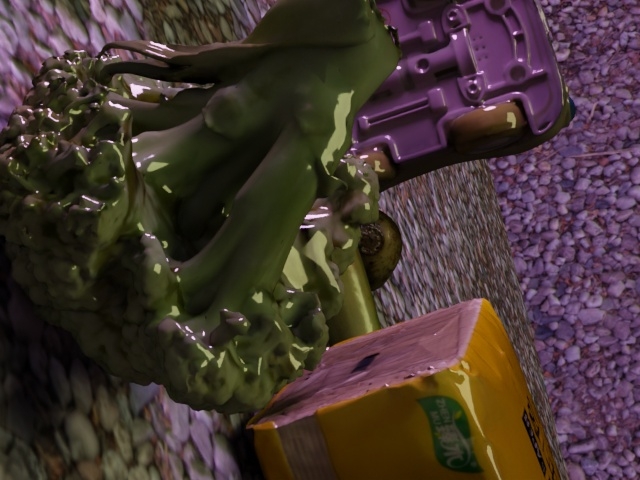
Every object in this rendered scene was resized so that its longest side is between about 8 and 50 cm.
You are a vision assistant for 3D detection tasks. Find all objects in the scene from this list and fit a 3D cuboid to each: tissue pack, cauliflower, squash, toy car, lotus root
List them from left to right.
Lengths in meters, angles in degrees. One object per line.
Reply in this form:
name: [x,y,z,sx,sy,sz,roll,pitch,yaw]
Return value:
cauliflower: [-0.058,-0.028,0.766,0.260,0.281,0.327,60,13,-47]
squash: [0.000,0.000,1.292,0.083,0.083,0.250,-58,130,-69]
lotus root: [0.055,0.011,1.400,0.179,0.080,0.089,92,-26,-76]
toy car: [0.114,-0.183,1.398,0.226,0.336,0.242,12,61,-73]
tissue pack: [0.115,0.277,1.084,0.293,0.228,0.382,-35,107,-75]
